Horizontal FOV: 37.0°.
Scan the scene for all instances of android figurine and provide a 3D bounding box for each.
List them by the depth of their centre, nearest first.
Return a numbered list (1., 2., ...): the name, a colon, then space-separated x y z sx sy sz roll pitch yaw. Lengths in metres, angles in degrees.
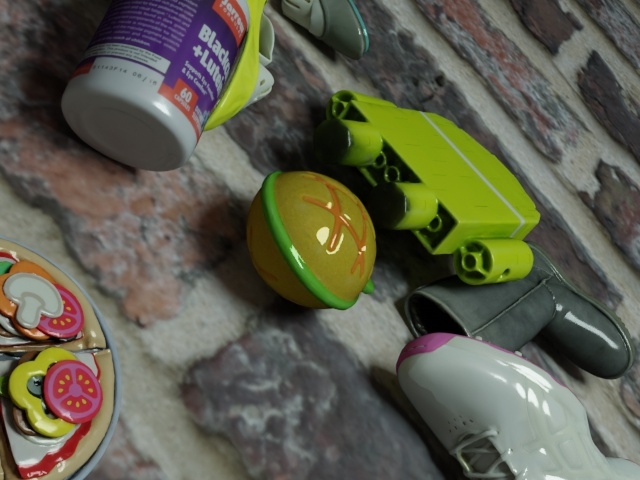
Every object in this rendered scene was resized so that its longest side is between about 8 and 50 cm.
1. android figurine: 0.112 -0.058 0.931 0.273 0.056 0.248 -2 46 -54

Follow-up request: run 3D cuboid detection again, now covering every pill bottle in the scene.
1. pill bottle: -0.120 -0.162 0.767 0.108 0.108 0.193 30 62 -21

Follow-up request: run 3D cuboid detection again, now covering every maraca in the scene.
1. maraca: 0.000 0.000 0.803 0.127 0.099 0.186 66 17 9

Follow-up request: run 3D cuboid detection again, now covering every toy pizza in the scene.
1. toy pizza: -0.213 0.073 0.599 0.201 0.032 0.201 23 47 -27

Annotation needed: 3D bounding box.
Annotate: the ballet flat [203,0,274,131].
1. ballet flat: -0.077 -0.173 0.886 0.077 0.077 0.231 36 38 -35

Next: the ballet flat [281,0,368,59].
1. ballet flat: -0.023 -0.274 1.028 0.068 0.072 0.213 -20 72 -20

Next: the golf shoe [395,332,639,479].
1. golf shoe: 0.178 0.202 0.793 0.306 0.115 0.140 41 44 -8

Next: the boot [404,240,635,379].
1. boot: 0.197 0.090 0.923 0.189 0.076 0.208 44 31 16
